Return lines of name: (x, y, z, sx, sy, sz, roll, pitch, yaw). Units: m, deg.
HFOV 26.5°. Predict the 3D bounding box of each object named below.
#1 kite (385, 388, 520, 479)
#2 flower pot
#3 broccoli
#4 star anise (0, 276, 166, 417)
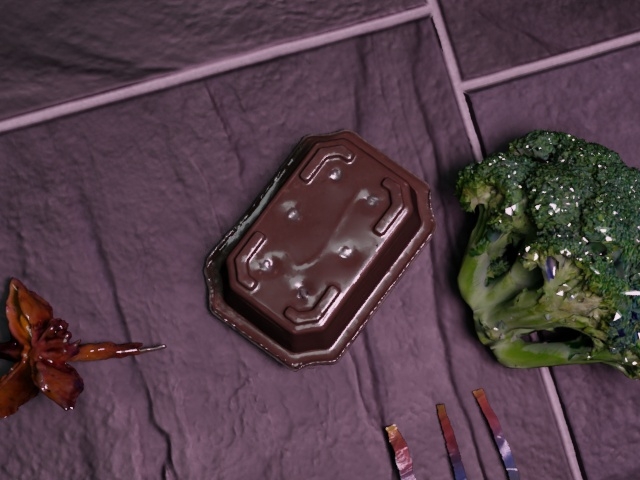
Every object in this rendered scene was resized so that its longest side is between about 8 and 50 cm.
kite: (0.180, 0.350, 1.469, 0.204, 0.022, 0.360, -22, 91, -11)
flower pot: (0.000, 0.000, 1.414, 0.179, 0.084, 0.251, 36, 80, 8)
broccoli: (0.269, 0.023, 1.424, 0.245, 0.265, 0.294, -28, 83, 24)
star anise: (-0.261, 0.123, 1.400, 0.140, 0.144, 0.158, -3, 75, 35)
